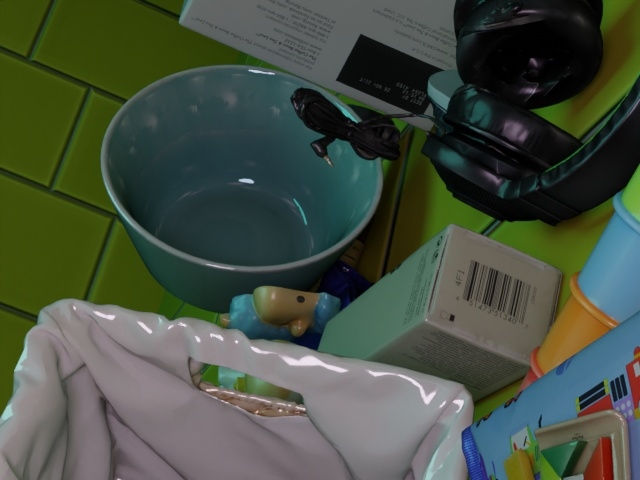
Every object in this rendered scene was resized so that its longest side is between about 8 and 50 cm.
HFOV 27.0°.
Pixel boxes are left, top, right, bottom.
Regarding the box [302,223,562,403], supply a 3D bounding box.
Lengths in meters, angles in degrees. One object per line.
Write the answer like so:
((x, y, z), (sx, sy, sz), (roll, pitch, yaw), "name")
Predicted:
((0.089, 0.089, 1.157), (0.275, 0.113, 0.094), (-41, 29, 60), "box")

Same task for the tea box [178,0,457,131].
((0.034, -0.348, 1.612), (0.323, 0.329, 0.220), (-89, 25, -56), "tea box")

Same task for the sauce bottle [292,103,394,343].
((0.000, 0.000, 1.657), (0.344, 0.111, 0.111), (-69, 13, -7), "sauce bottle")

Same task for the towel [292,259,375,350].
((-0.010, 0.187, 1.484), (0.308, 0.076, 0.227), (-63, 10, 10), "towel")

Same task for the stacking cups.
((0.205, 0.013, 0.853), (0.316, 0.096, 0.096), (-61, 15, 25), "stacking cups")

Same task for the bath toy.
((-0.039, 0.221, 1.281), (0.151, 0.129, 0.348), (101, 171, -63), "bath toy")

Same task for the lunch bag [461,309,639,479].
((0.181, 0.194, 0.626), (0.221, 0.138, 0.293), (-47, 33, 50), "lunch bag")

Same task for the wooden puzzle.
((0.123, 0.121, 0.631), (0.116, 0.014, 0.078), (-42, 50, 54), "wooden puzzle")

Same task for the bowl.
((-0.093, -0.036, 1.514), (0.163, 0.312, 0.311), (101, 180, -48), "bowl")

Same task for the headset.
((0.142, -0.133, 1.120), (0.394, 0.185, 0.243), (-19, 51, 55), "headset")

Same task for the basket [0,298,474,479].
((-0.081, 0.263, 0.968), (0.266, 0.328, 0.331), (99, -177, -57), "basket")

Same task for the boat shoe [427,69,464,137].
((0.161, -0.097, 1.309), (0.183, 0.065, 0.083), (-123, 21, -55), "boat shoe")
